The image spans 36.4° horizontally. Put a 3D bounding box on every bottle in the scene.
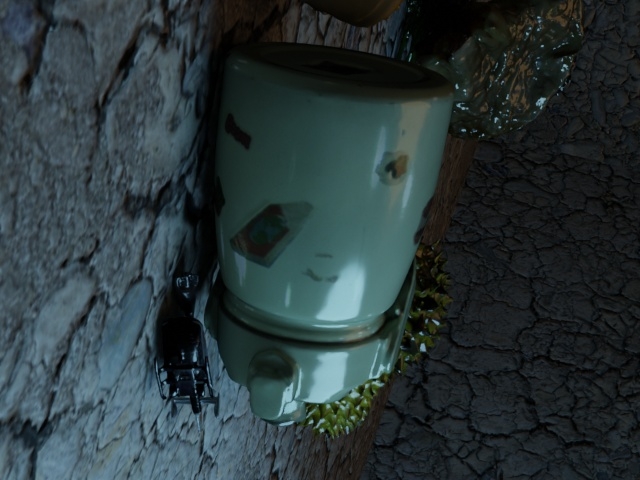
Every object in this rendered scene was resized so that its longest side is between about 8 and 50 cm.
[{"bbox_3d":[0.000,0.000,0.931,0.229,0.229,0.351,-48,148,-66],"label":"bottle"}]

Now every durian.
[{"bbox_3d":[0.023,0.087,1.159,0.292,0.258,0.258,-62,167,-4],"label":"durian"}]

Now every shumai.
[{"bbox_3d":[0.273,-0.339,1.688,0.283,0.217,0.346,11,126,-38],"label":"shumai"}]

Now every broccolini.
[{"bbox_3d":[0.155,-0.336,1.696,0.201,0.074,0.058,-65,175,18],"label":"broccolini"}]

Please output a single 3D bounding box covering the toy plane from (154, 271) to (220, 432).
[{"bbox_3d":[-0.124,0.125,0.941,0.197,0.053,0.078,88,1,-45],"label":"toy plane"}]

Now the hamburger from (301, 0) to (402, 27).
[{"bbox_3d":[0.035,-0.307,0.899,0.116,0.173,0.210,3,104,-40],"label":"hamburger"}]

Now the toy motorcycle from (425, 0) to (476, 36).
[{"bbox_3d":[0.248,-0.394,1.896,0.159,0.106,0.270,-9,117,-74],"label":"toy motorcycle"}]
